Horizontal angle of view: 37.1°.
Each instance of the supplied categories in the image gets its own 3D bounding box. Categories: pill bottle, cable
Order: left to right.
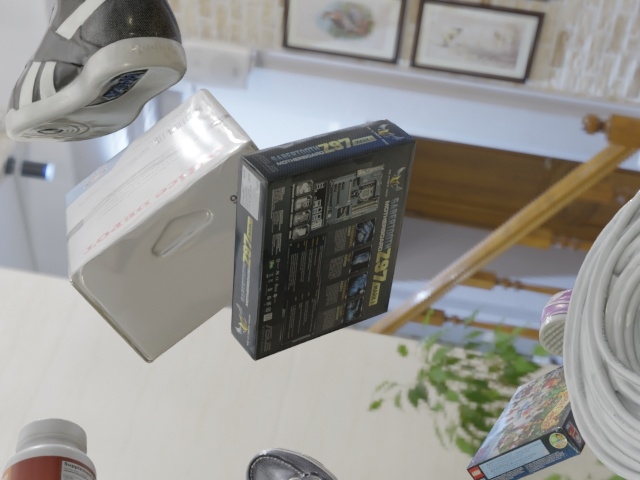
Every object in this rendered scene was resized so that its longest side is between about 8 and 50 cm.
[{"bbox_3d":[-0.345,0.338,1.203,0.216,0.121,0.121,-102,13,-47],"label":"pill bottle"},{"bbox_3d":[0.294,0.062,0.713,0.257,0.089,0.257,-50,35,33],"label":"cable"}]

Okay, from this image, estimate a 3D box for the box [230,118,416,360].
[{"bbox_3d":[0.000,0.000,1.006,0.059,0.183,0.232,45,141,41],"label":"box"}]

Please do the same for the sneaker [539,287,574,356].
[{"bbox_3d":[0.519,0.139,1.613,0.161,0.282,0.102,-54,-27,-61],"label":"sneaker"}]

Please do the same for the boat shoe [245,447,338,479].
[{"bbox_3d":[-0.027,0.406,1.463,0.127,0.341,0.158,-58,-42,-8],"label":"boat shoe"}]

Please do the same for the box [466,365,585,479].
[{"bbox_3d":[0.311,0.244,1.316,0.159,0.044,0.233,-36,0,35],"label":"box"}]

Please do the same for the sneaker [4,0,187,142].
[{"bbox_3d":[-0.159,-0.144,0.654,0.217,0.079,0.121,-14,81,51],"label":"sneaker"}]

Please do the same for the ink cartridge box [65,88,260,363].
[{"bbox_3d":[-0.200,-0.040,1.350,0.166,0.285,0.395,52,179,-23],"label":"ink cartridge box"}]
